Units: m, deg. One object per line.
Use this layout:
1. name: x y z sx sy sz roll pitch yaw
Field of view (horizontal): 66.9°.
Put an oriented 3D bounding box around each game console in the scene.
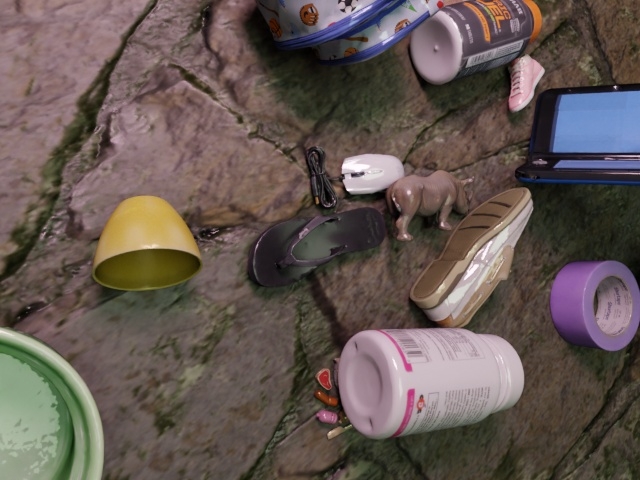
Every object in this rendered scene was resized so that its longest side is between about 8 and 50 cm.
1. game console: 0.538 -0.204 0.899 0.250 0.293 0.173 -25 116 -55

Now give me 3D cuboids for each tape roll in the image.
1. tape roll: 0.592 0.137 1.040 0.189 0.080 0.188 1 88 -25

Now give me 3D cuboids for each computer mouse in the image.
1. computer mouse: 0.072 -0.115 0.828 0.193 0.042 0.105 -11 91 -25

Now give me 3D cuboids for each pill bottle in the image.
1. pill bottle: 0.297 -0.382 0.901 0.246 0.130 0.130 -25 98 -25
2. pill bottle: 0.186 0.225 0.794 0.283 0.160 0.160 5 85 -30

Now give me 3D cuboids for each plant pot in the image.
1. plant pot: -0.230 -0.002 0.644 0.134 0.134 0.095 -1 63 -25

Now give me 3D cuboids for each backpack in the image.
1. backpack: 0.033 -0.381 0.722 0.264 0.277 0.213 -33 115 -20

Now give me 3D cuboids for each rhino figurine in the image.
1. rhino figurine: 0.207 -0.071 0.868 0.244 0.073 0.106 -14 101 -38

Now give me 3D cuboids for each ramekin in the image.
1. ramekin: -0.402 0.232 0.526 0.304 0.148 0.302 2 86 -25

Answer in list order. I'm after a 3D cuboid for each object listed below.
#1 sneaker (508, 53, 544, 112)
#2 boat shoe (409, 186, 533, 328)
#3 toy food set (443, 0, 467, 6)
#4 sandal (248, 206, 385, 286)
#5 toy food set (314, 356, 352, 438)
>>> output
1. sneaker: 0.406 -0.327 0.994 0.070 0.051 0.134 39 69 -17
2. boat shoe: 0.294 0.032 0.895 0.302 0.113 0.103 -46 107 -9
3. toy food set: 0.222 -0.496 0.920 0.192 0.039 0.132 12 82 -24
4. sandal: 0.000 -0.001 0.780 0.255 0.054 0.097 -22 97 -25
5. toy food set: 0.024 0.261 0.797 0.078 0.019 0.122 -18 95 -25
